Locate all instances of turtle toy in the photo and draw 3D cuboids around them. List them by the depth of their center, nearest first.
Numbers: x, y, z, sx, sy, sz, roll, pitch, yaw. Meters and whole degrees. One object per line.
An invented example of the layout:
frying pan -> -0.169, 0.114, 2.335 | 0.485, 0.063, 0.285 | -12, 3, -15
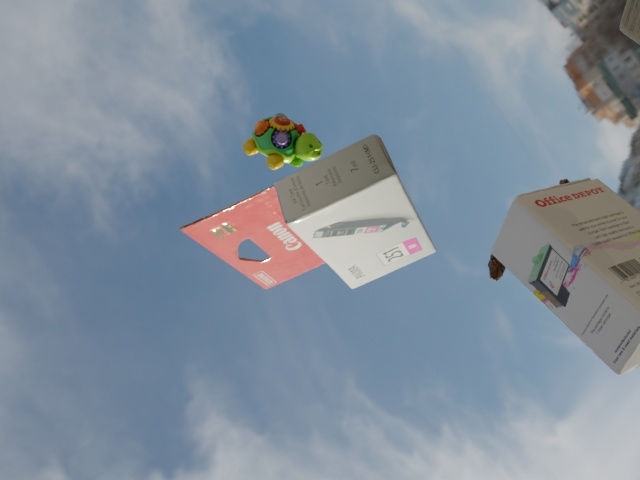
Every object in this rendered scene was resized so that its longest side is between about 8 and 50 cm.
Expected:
turtle toy -> -0.054, -0.157, 1.205 | 0.130, 0.066, 0.095 | 32, -141, 21

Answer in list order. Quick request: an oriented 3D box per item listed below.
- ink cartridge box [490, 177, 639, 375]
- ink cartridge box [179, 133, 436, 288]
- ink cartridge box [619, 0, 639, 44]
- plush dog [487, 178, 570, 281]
ink cartridge box -> 0.428, 0.042, 1.146 | 0.201, 0.117, 0.278 | -13, -134, -33
ink cartridge box -> 0.000, 0.000, 0.916 | 0.060, 0.239, 0.275 | 68, -171, 23
ink cartridge box -> 0.565, -0.396, 1.151 | 0.088, 0.234, 0.193 | -3, -143, -12
plush dog -> 0.467, -0.002, 1.615 | 0.263, 0.225, 0.210 | -15, -95, -34
